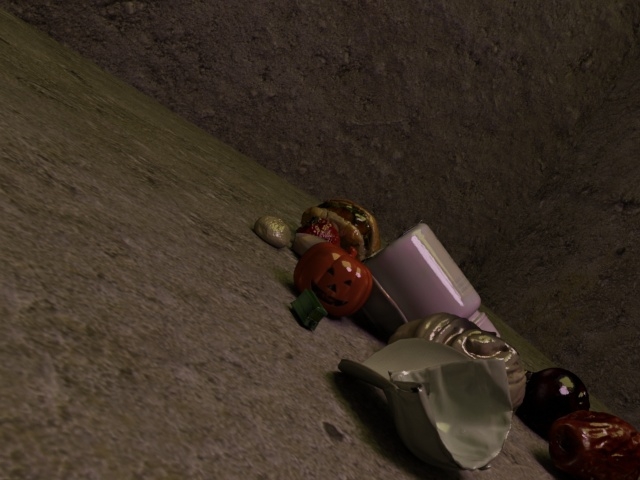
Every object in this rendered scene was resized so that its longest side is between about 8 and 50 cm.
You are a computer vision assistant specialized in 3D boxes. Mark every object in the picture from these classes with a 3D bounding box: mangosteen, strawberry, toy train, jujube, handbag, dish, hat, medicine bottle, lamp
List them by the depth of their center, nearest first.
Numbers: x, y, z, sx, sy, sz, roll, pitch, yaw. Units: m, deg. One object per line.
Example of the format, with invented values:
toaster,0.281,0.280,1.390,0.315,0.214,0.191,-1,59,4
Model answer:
hat,0.166,0.282,1.130,0.258,0.167,0.301,-3,11,-45
toy train,-0.025,0.142,1.342,0.038,0.056,0.093,35,10,-33
lamp,0.036,0.085,1.538,0.188,0.163,0.187,33,6,-4
jujube,0.665,0.510,1.559,0.290,0.197,0.197,21,15,-36
dish,0.141,0.171,1.653,0.229,0.081,0.229,53,-2,3
medicine bottle,0.301,0.152,1.751,0.378,0.214,0.213,55,11,6
mangosteen,0.657,0.459,1.828,0.210,0.210,0.210,34,8,-6
handbag,-0.006,0.041,1.904,0.117,0.095,0.173,11,13,-29
strawberry,-0.002,-0.002,2.059,0.148,0.131,0.131,55,3,-16

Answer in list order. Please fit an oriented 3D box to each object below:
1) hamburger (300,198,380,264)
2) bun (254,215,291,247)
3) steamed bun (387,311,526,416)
hamburger,0.095,-0.033,2.182,0.330,0.162,0.209,44,-29,17
bun,-0.133,-0.030,1.853,0.115,0.069,0.115,33,10,-6
steamed bun,0.325,0.281,1.447,0.320,0.206,0.275,28,12,-18
